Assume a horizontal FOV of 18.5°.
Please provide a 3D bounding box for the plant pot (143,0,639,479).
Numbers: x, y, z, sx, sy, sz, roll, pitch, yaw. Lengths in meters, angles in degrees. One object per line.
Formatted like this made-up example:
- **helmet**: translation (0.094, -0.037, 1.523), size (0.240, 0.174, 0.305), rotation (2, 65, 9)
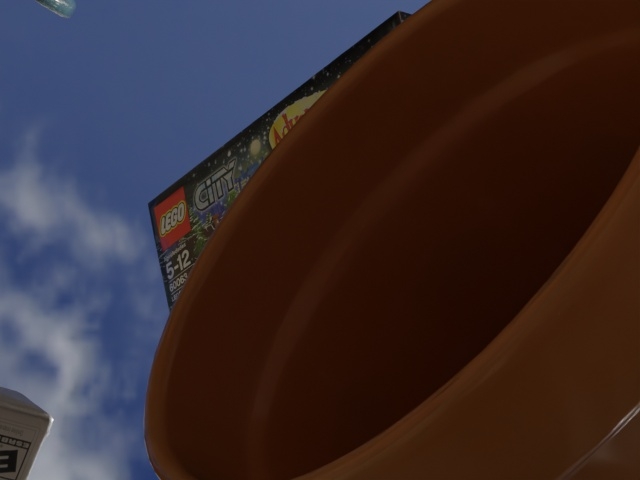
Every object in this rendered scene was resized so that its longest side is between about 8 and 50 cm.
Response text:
- **plant pot**: translation (0.097, 0.045, 0.819), size (0.203, 0.291, 0.291), rotation (42, -131, -24)

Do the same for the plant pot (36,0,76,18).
- **plant pot**: translation (-0.201, -0.396, 1.409), size (0.341, 0.341, 0.334), rotation (43, -86, 23)

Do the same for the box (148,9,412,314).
- **box**: translation (0.000, 0.000, 1.101), size (0.044, 0.233, 0.159), rotation (8, -122, -42)

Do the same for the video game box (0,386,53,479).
- **video game box**: translation (-0.247, 0.136, 0.896), size (0.205, 0.187, 0.048), rotation (21, -178, -36)
